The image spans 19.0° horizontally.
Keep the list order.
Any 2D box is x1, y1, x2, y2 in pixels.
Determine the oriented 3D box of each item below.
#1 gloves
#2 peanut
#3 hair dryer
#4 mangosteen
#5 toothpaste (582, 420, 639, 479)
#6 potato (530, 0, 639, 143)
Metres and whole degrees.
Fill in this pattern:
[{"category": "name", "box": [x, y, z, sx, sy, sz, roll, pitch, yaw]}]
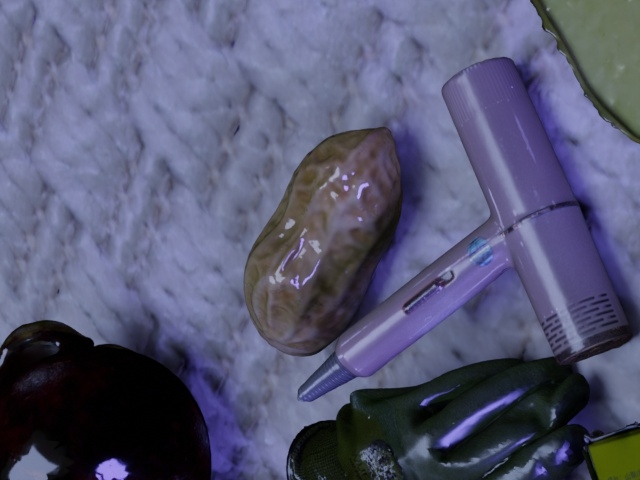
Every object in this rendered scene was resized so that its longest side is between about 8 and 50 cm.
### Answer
[{"category": "gloves", "box": [0.075, 0.147, 1.270, 0.268, 0.107, 0.135, -23, 112, 47]}, {"category": "peanut", "box": [0.000, 0.000, 1.326, 0.083, 0.093, 0.194, 59, 140, 41]}, {"category": "hair dryer", "box": [0.065, 0.015, 1.226, 0.220, 0.053, 0.195, -27, 76, 23]}, {"category": "mangosteen", "box": [-0.182, 0.174, 1.507, 0.210, 0.210, 0.210, 14, 110, 46]}, {"category": "toothpaste", "box": [0.256, 0.247, 1.074, 0.077, 0.110, 0.327, -25, 80, 50]}, {"category": "potato", "box": [0.201, -0.165, 1.039, 0.160, 0.111, 0.272, -41, 60, 31]}]
